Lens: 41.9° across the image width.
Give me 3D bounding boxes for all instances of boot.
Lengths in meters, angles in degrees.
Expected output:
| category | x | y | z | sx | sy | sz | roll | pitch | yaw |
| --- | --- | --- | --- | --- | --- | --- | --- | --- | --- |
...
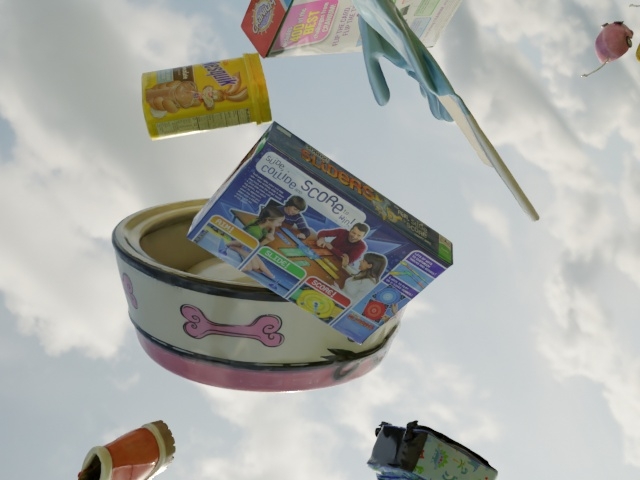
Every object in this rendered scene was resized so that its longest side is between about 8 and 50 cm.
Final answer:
| category | x | y | z | sx | sy | sz | roll | pitch | yaw |
| --- | --- | --- | --- | --- | --- | --- | --- | --- | --- |
| boot | -0.213 | 0.240 | 0.836 | 0.085 | 0.158 | 0.059 | -12 | -125 | -45 |

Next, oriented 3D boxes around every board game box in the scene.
| category | x | y | z | sx | sy | sz | roll | pitch | yaw |
| --- | --- | --- | --- | --- | --- | --- | --- | --- | --- |
| board game box | 0.000 | 0.000 | 0.758 | 0.201 | 0.136 | 0.035 | 34 | -145 | -17 |
| board game box | 0.079 | -0.350 | 1.060 | 0.317 | 0.242 | 0.064 | -14 | -121 | -39 |

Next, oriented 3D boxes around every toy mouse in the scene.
| category | x | y | z | sx | sy | sz | roll | pitch | yaw |
| --- | --- | --- | --- | --- | --- | --- | --- | --- | --- |
| toy mouse | 0.350 | -0.242 | 0.914 | 0.031 | 0.161 | 0.143 | 45 | -150 | -26 |

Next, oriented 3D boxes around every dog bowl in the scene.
| category | x | y | z | sx | sy | sz | roll | pitch | yaw |
| --- | --- | --- | --- | --- | --- | --- | --- | --- | --- |
| dog bowl | -0.069 | 0.062 | 1.113 | 0.408 | 0.408 | 0.150 | -25 | -57 | -59 |

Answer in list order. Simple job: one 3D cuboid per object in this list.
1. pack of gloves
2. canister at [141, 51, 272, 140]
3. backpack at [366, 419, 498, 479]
| category | x | y | z | sx | sy | sz | roll | pitch | yaw |
| --- | --- | --- | --- | --- | --- | --- | --- | --- | --- |
| pack of gloves | 0.034 | -0.124 | 0.528 | 0.232 | 0.046 | 0.195 | 47 | -166 | -36 |
| canister | -0.161 | -0.202 | 1.175 | 0.126 | 0.170 | 0.073 | -106 | 7 | -50 |
| backpack | 0.110 | 0.241 | 0.841 | 0.114 | 0.105 | 0.084 | 28 | -109 | -12 |
